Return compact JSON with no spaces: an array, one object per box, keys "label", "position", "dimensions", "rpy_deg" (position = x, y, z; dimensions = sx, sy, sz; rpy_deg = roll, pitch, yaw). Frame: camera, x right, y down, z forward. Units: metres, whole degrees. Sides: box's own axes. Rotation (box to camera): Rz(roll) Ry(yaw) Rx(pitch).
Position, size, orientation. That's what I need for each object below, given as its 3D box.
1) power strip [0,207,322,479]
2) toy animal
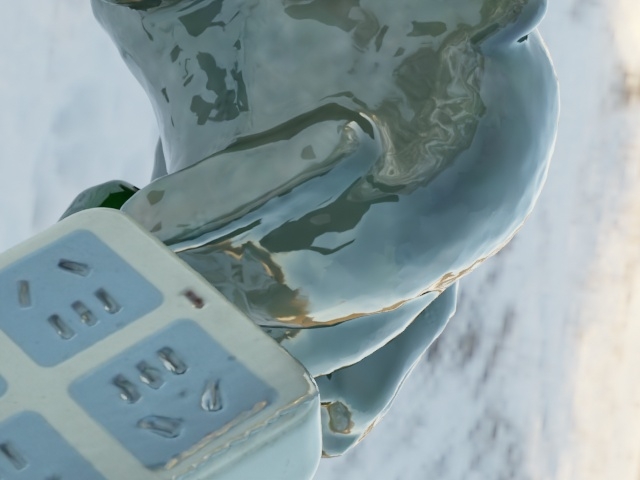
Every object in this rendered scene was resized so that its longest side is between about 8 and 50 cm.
[{"label":"power strip","position":[-0.089,0.058,0.374],"dimensions":[0.192,0.081,0.035],"rpy_deg":[-29,140,-27]},{"label":"toy animal","position":[0.003,0.002,0.569],"dimensions":[0.251,0.127,0.125],"rpy_deg":[73,37,-68]}]
